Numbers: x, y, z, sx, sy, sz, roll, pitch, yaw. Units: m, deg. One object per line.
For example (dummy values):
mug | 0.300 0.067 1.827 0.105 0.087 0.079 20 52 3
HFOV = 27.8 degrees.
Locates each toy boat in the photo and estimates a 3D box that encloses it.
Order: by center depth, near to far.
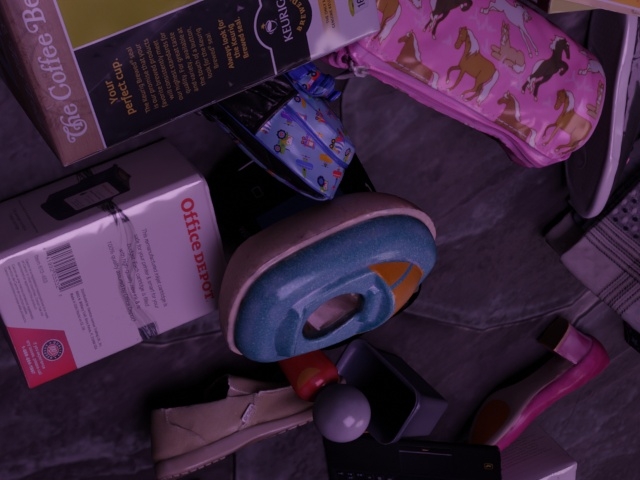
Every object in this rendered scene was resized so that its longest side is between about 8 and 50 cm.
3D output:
toy boat | 0.017 0.089 1.411 0.267 0.148 0.318 -24 147 -25

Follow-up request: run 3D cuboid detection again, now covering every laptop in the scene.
laptop | 0.118 0.399 1.699 0.234 0.136 0.264 2 126 14

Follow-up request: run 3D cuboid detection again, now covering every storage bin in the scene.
storage bin | 0.089 0.199 1.638 0.091 0.135 0.098 15 111 -47

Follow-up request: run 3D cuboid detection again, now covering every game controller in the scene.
game controller | 0.000 0.000 1.494 0.166 0.067 0.319 -36 130 -6

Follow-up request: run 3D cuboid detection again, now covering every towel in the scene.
towel | 0.487 -0.010 1.622 0.312 0.324 0.056 -45 152 1

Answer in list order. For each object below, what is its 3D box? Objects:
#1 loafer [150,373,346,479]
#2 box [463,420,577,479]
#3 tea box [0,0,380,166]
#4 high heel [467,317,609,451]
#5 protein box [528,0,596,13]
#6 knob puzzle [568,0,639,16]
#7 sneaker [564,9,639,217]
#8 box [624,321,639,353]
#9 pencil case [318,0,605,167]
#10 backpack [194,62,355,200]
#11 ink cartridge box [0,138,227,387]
loafer | -0.087 0.199 1.546 0.268 0.102 0.092 -21 86 -32
box | 0.260 0.380 1.856 0.182 0.119 0.181 -19 127 -20
tea box | -0.157 -0.298 1.108 0.323 0.220 0.329 -25 129 -16
high heel | 0.308 0.230 1.816 0.117 0.082 0.244 38 83 -31
protein box | 0.305 -0.370 1.393 0.200 0.136 0.201 -10 124 -24
knob puzzle | 0.325 -0.327 1.321 0.213 0.030 0.213 -15 125 -21
sneaker | 0.396 -0.165 1.597 0.147 0.104 0.295 -5 117 -22
box | 0.522 0.057 1.791 0.163 0.142 0.247 -26 129 -14
pencil case | 0.145 -0.205 1.389 0.386 0.160 0.167 20 106 -39
backpack | -0.032 -0.123 1.302 0.173 0.158 0.117 42 92 -1
ink cartridge box | -0.228 0.022 1.349 0.237 0.100 0.172 -23 129 -16
